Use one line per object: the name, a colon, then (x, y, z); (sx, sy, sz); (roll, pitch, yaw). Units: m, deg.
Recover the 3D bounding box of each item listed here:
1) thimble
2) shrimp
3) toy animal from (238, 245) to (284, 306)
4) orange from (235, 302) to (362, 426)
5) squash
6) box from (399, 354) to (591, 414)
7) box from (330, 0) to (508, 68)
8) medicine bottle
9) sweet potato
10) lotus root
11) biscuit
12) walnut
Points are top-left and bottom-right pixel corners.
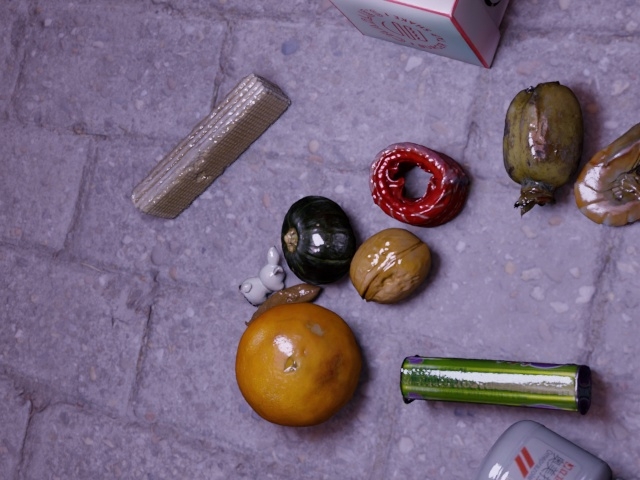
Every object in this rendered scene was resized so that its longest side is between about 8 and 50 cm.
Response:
thimble: (0.197, -0.113, 1.921); (0.190, 0.125, 0.163); (23, 96, 28)
shrimp: (0.605, -0.141, 1.749); (0.287, 0.063, 0.152); (-44, 68, 19)
toy animal: (-0.121, 0.085, 2.086); (0.124, 0.085, 0.071); (-36, 51, 12)
orange: (-0.045, 0.255, 1.929); (0.261, 0.261, 0.261); (-4, 80, 27)
squash: (-0.005, 0.000, 1.984); (0.156, 0.193, 0.193); (5, 84, -7)
box: (0.331, 0.275, 1.789); (0.346, 0.134, 0.097); (0, 84, 26)
box: (0.215, -0.559, 1.865); (0.312, 0.314, 0.300); (22, 90, 24)
medicine bottle: (0.429, 0.487, 1.643); (0.306, 0.245, 0.245); (29, 96, 27)
sweet potato: (-0.087, 0.138, 2.064); (0.206, 0.068, 0.060); (-33, 44, 25)
lotus root: (0.428, -0.171, 1.803); (0.154, 0.154, 0.278); (2, 82, 28)
biscuit: (-0.260, -0.210, 2.161); (0.426, 0.144, 0.078); (-43, 67, 16)
walnut: (0.140, 0.053, 1.918); (0.180, 0.144, 0.144); (-50, 64, 18)
